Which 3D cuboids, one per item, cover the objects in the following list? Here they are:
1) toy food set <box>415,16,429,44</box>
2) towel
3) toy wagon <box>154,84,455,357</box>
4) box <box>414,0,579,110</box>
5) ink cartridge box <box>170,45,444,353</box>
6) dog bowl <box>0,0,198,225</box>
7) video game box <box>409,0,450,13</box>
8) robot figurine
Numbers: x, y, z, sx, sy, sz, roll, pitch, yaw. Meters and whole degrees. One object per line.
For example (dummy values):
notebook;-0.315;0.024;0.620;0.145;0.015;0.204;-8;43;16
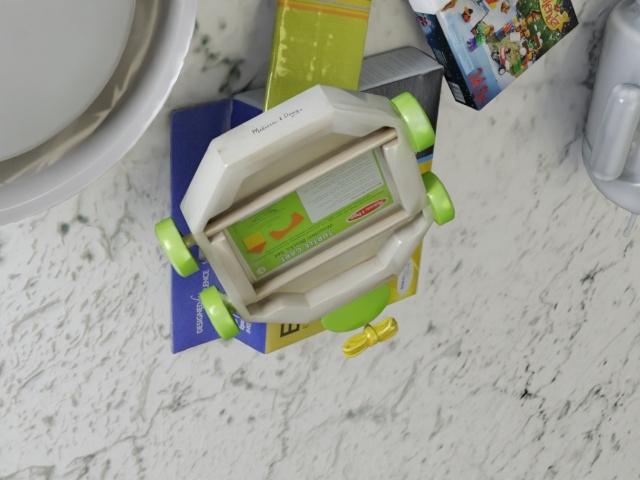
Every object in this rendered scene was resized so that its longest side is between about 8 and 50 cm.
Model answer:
toy food set;0.135;-0.241;1.219;0.078;0.019;0.122;-29;126;-20
towel;-0.004;-0.186;1.080;0.102;0.021;0.237;2;101;-32
toy wagon;0.000;0.000;1.122;0.267;0.068;0.344;-28;142;-3
box;0.169;-0.274;1.182;0.159;0.044;0.233;-41;128;-11
ink cartridge box;-0.012;-0.030;1.214;0.307;0.072;0.304;-22;132;-33
dog bowl;-0.261;-0.180;0.834;0.348;0.102;0.349;-25;134;-29
video game box;0.123;-0.350;1.061;0.187;0.048;0.205;-37;118;-12
robot figurine;0.444;-0.175;1.430;0.300;0.199;0.354;-25;134;-34
